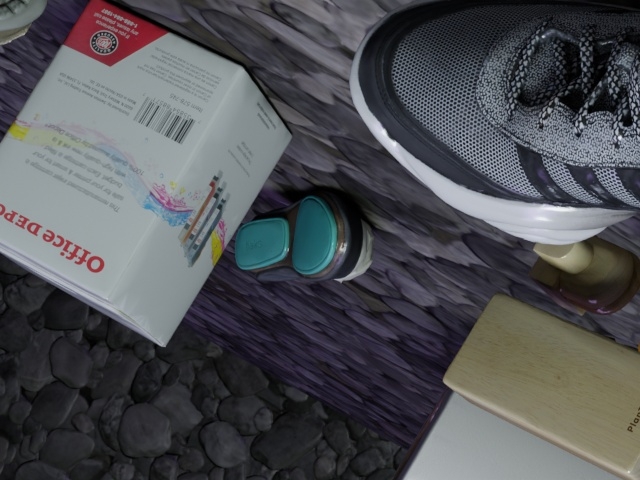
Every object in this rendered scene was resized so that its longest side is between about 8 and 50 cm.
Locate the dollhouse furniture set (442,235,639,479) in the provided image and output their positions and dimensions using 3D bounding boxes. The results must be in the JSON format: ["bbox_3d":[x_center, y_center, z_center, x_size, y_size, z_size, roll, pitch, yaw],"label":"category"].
[{"bbox_3d":[0.173,0.049,0.867,0.144,0.151,0.123,24,169,45],"label":"dollhouse furniture set"}]

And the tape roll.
[{"bbox_3d":[0.146,0.218,1.562,0.169,0.246,0.246,31,171,4],"label":"tape roll"}]

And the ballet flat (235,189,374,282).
[{"bbox_3d":[0.000,0.000,1.452,0.074,0.074,0.203,34,164,-18],"label":"ballet flat"}]

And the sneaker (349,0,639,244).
[{"bbox_3d":[0.116,-0.057,0.666,0.268,0.101,0.153,20,166,27],"label":"sneaker"}]

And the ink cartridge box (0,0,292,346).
[{"bbox_3d":[-0.127,-0.043,1.253,0.128,0.176,0.127,28,170,20],"label":"ink cartridge box"}]

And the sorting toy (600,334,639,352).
[{"bbox_3d":[0.235,0.076,0.972,0.229,0.041,0.307,8,-175,-34],"label":"sorting toy"}]

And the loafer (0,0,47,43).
[{"bbox_3d":[-0.294,-0.161,1.220,0.251,0.094,0.087,3,163,7],"label":"loafer"}]
